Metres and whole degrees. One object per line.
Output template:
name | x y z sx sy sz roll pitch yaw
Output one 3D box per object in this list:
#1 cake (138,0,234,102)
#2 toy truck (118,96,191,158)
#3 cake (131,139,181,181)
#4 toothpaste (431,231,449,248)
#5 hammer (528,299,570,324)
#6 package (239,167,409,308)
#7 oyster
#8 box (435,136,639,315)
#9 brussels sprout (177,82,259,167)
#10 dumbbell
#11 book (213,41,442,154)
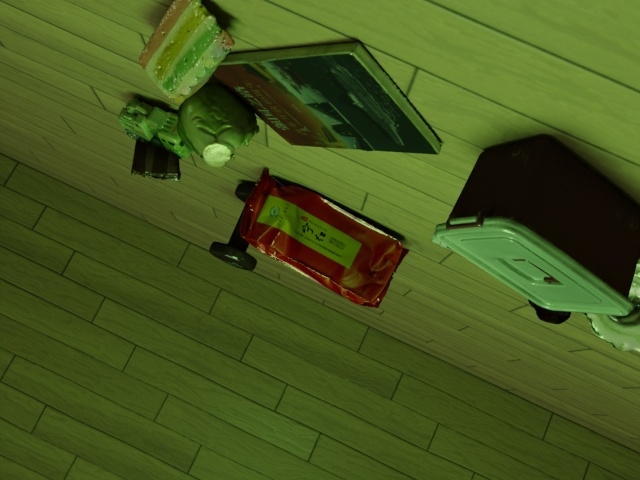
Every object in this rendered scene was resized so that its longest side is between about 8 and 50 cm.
cake | -0.224 -0.309 1.053 0.109 0.090 0.225 48 159 -11
toy truck | -0.391 -0.278 1.527 0.191 0.085 0.116 24 164 14
cake | -0.409 -0.205 1.600 0.115 0.113 0.295 4 -162 -17
toothpaste | 0.353 0.021 1.423 0.218 0.033 0.052 17 165 22
hammer | 0.617 0.142 1.281 0.408 0.095 0.242 17 164 23
package | 0.001 0.000 1.631 0.423 0.196 0.123 28 168 -4
oyster | 0.565 0.109 1.160 0.214 0.083 0.223 10 125 29
box | 0.347 -0.019 0.983 0.294 0.168 0.193 31 167 -21
brussels sprout | -0.202 -0.224 1.227 0.145 0.131 0.183 47 -156 -15
dumbbell | -0.207 -0.037 1.791 0.140 0.226 0.124 10 163 41
book | -0.004 -0.235 1.104 0.373 0.028 0.262 11 161 45
